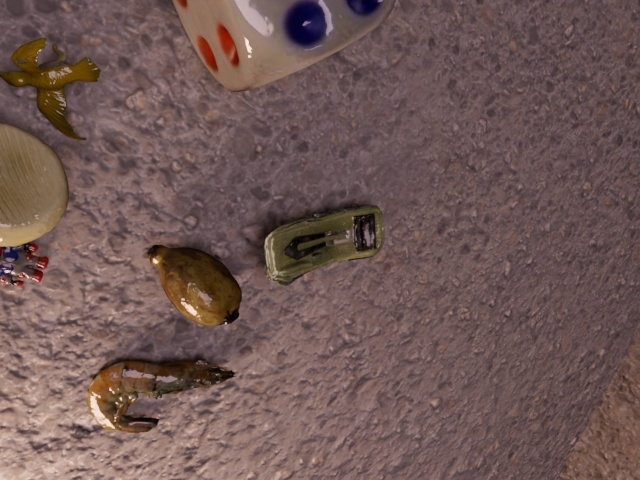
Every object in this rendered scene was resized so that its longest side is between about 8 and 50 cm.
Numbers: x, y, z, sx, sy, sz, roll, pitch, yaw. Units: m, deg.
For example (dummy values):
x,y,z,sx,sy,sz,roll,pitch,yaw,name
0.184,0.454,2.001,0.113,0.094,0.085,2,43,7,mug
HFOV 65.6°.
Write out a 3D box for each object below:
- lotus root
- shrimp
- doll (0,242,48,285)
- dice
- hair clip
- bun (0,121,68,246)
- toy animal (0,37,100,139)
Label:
x,y,z,sx,sy,sz,roll,pitch,yaw,name
-0.244,0.083,0.971,0.214,0.138,0.138,43,82,-20,lotus root
-0.329,0.328,1.043,0.295,0.058,0.169,5,108,-24,shrimp
-0.567,0.023,0.834,0.194,0.062,0.104,21,105,-37,doll
-0.068,-0.434,0.822,0.304,0.304,0.277,-31,116,-16,dice
0.000,0.000,1.102,0.321,0.091,0.139,-14,102,-36,hair clip
-0.526,-0.084,0.794,0.222,0.127,0.223,9,70,-26,bun
-0.446,-0.268,0.808,0.095,0.155,0.219,-59,167,-29,toy animal
